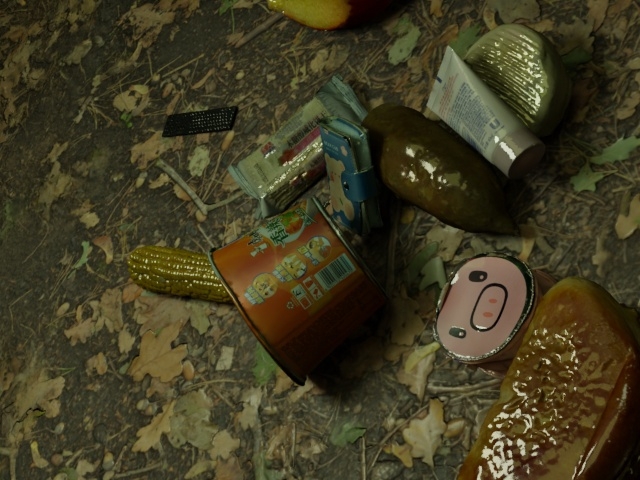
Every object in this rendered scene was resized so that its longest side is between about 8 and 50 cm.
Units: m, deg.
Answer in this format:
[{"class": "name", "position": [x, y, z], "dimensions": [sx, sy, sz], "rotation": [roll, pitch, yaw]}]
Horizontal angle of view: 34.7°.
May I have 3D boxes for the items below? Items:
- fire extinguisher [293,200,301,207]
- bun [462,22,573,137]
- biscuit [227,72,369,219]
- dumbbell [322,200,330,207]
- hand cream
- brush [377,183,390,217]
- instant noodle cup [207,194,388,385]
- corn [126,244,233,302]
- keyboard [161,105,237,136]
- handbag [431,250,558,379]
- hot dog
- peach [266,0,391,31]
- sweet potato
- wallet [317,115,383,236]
[{"class": "fire extinguisher", "position": [-0.059, -0.038, 2.037], "dimensions": [0.028, 0.022, 0.083], "rotation": [26, 78, 4]}, {"class": "bun", "position": [0.346, -0.263, 1.830], "dimensions": [0.210, 0.116, 0.237], "rotation": [24, 102, 34]}, {"class": "biscuit", "position": [-0.038, -0.188, 2.077], "dimensions": [0.309, 0.079, 0.186], "rotation": [-40, 50, 10]}, {"class": "dumbbell", "position": [-0.030, -0.016, 1.973], "dimensions": [0.069, 0.069, 0.147], "rotation": [33, 84, 42]}, {"class": "hand cream", "position": [0.274, -0.209, 1.764], "dimensions": [0.248, 0.083, 0.133], "rotation": [52, 141, 28]}, {"class": "brush", "position": [0.113, -0.069, 1.939], "dimensions": [0.018, 0.021, 0.083], "rotation": [2, 65, 32]}, {"class": "instant noodle cup", "position": [-0.027, 0.076, 1.791], "dimensions": [0.214, 0.296, 0.296], "rotation": [-35, 48, 2]}, {"class": "corn", "position": [-0.267, 0.065, 2.068], "dimensions": [0.313, 0.102, 0.102], "rotation": [5, 66, 36]}, {"class": "keyboard", "position": [-0.277, -0.270, 2.334], "dimensions": [0.204, 0.013, 0.061], "rotation": [-2, 62, 34]}, {"class": "handbag", "position": [0.287, 0.119, 1.641], "dimensions": [0.179, 0.116, 0.205], "rotation": [9, 70, 39]}, {"class": "hot dog", "position": [0.369, 0.259, 1.452], "dimensions": [0.223, 0.185, 0.405], "rotation": [16, 73, 41]}, {"class": "peach", "position": [-0.002, -0.571, 2.151], "dimensions": [0.338, 0.281, 0.281], "rotation": [-11, 57, 19]}, {"class": "sweet potato", "position": [0.209, -0.118, 1.816], "dimensions": [0.158, 0.158, 0.369], "rotation": [-50, 47, -1]}, {"class": "wallet", "position": [0.055, -0.118, 1.885], "dimensions": [0.059, 0.202, 0.141], "rotation": [-19, 26, -20]}]
